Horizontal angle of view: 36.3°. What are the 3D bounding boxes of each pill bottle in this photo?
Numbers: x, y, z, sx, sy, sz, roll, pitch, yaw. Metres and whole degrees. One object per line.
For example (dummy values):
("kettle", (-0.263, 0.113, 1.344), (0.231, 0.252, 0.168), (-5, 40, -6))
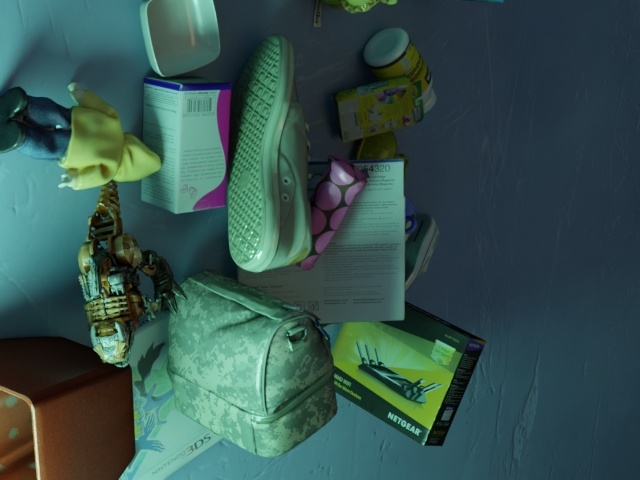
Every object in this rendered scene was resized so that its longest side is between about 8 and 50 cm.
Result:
("pill bottle", (0.172, -0.347, 2.035), (0.103, 0.103, 0.184), (-56, 135, -15))

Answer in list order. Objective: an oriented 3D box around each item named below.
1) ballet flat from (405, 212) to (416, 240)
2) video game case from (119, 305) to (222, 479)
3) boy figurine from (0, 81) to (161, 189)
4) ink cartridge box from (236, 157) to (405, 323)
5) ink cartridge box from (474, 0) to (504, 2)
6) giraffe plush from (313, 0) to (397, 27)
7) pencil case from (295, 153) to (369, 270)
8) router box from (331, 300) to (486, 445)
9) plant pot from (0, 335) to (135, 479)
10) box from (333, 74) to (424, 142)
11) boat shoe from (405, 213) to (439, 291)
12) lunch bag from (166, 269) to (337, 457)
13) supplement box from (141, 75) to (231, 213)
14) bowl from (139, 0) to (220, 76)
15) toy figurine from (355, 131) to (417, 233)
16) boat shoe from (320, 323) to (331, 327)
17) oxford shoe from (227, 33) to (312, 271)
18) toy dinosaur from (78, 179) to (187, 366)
("ballet flat", (0.160, 0.004, 2.147), (0.057, 0.052, 0.168), (27, 84, -49))
("video game case", (-0.298, 0.294, 1.842), (0.300, 0.036, 0.329), (-31, 124, -34))
("boy figurine", (-0.378, -0.163, 1.557), (0.285, 0.092, 0.177), (13, 68, -50))
("ink cartridge box", (0.000, 0.000, 1.873), (0.324, 0.071, 0.330), (-1, 107, -1))
("ink cartridge box", (0.233, -0.601, 1.937), (0.270, 0.197, 0.198), (2, 102, -45))
("giraffe plush", (0.048, -0.492, 1.810), (0.181, 0.170, 0.210), (-29, 123, -35))
("pencil case", (0.001, -0.053, 1.772), (0.095, 0.098, 0.209), (22, 109, -36))
("router box", (0.169, 0.261, 2.086), (0.081, 0.309, 0.243), (17, 96, -51))
("plant pot", (-0.443, 0.289, 1.553), (0.236, 0.267, 0.267), (-25, 122, -51))
("box", (0.120, -0.270, 1.983), (0.179, 0.043, 0.105), (-13, 131, -5))
("boat shoe", (0.216, 0.051, 2.235), (0.076, 0.083, 0.226), (44, 72, -43))
("lunch bag", (-0.125, 0.202, 1.735), (0.212, 0.305, 0.256), (-31, 126, -35))
("supplement box", (-0.233, -0.168, 1.687), (0.111, 0.114, 0.220), (-10, 110, -44))
("bowl", (-0.243, -0.359, 1.652), (0.142, 0.053, 0.142), (-28, 123, -35))
("toy figurine", (0.140, -0.059, 2.011), (0.191, 0.217, 0.362), (41, 73, -39))
("boat shoe", (0.001, 0.153, 2.093), (0.153, 0.048, 0.056), (-9, 123, -36))
("oxford shoe", (-0.080, -0.152, 1.732), (0.130, 0.169, 0.449), (14, 66, -34))
("toy dinosaur", (-0.323, 0.048, 1.586), (0.218, 0.164, 0.322), (67, 33, -66))
